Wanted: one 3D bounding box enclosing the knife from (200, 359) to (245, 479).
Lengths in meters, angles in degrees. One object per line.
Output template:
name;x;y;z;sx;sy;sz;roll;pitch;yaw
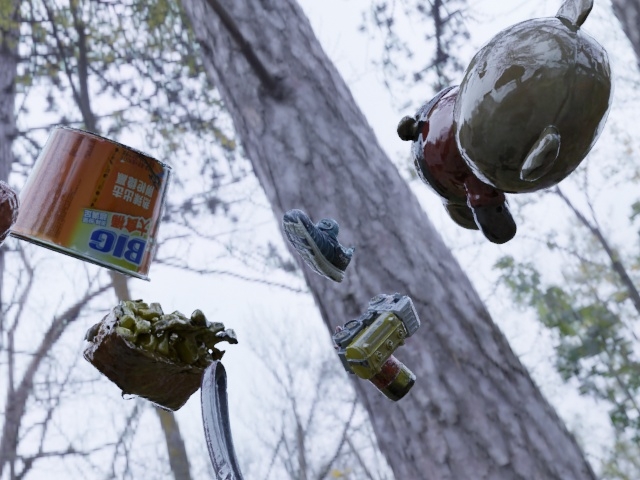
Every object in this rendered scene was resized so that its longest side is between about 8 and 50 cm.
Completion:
knife;-0.113;0.242;1.216;0.053;0.278;0.123;-28;-51;0

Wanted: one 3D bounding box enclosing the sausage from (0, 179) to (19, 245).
sausage;-0.373;-0.015;1.086;0.076;0.076;0.141;19;-50;-35

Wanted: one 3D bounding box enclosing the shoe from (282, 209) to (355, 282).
shoe;0.000;0.000;1.490;0.071;0.064;0.143;-53;-53;-15

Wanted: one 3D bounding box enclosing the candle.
candle;0.069;0.163;1.403;0.130;0.052;0.052;43;-64;-9

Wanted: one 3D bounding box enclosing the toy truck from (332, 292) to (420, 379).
toy truck;0.067;0.110;1.174;0.063;0.123;0.052;-6;-65;43

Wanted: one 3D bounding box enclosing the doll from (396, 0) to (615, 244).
doll;0.199;-0.133;1.137;0.174;0.235;0.330;24;-20;-12

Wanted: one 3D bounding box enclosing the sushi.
sushi;-0.239;0.161;1.533;0.179;0.167;0.296;-51;-37;-5

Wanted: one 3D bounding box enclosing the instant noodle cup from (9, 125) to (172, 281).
instant noodle cup;-0.403;-0.068;1.824;0.296;0.296;0.214;23;-96;-38
